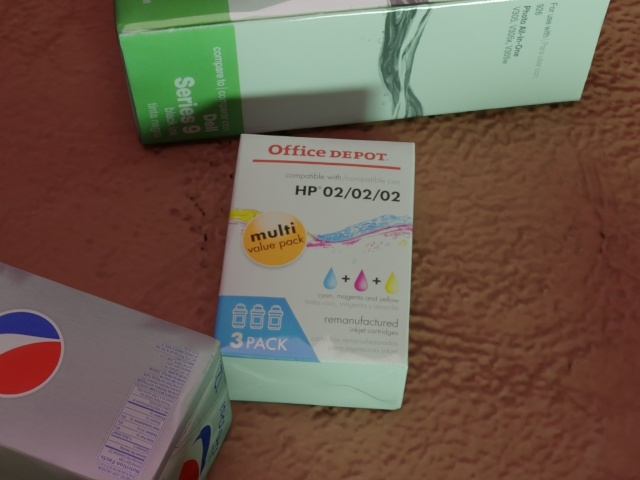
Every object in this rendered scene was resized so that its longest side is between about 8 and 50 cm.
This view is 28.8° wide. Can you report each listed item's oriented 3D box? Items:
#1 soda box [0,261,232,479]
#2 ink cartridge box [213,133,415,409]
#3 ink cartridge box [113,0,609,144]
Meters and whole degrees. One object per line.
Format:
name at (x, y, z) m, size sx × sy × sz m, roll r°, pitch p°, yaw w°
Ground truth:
soda box at (-0.194, 0.064, 0.655) m, size 0.286 × 0.098 × 0.091 m, roll 19°, pitch 61°, yaw 11°
ink cartridge box at (0.000, 0.000, 0.715) m, size 0.104 × 0.061 × 0.181 m, roll 3°, pitch 58°, yaw 2°
ink cartridge box at (0.017, -0.187, 0.793) m, size 0.289 × 0.121 × 0.211 m, roll -5°, pitch 59°, yaw -3°
